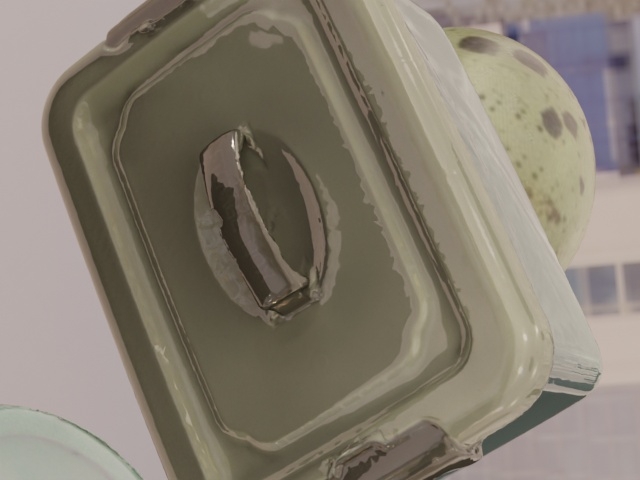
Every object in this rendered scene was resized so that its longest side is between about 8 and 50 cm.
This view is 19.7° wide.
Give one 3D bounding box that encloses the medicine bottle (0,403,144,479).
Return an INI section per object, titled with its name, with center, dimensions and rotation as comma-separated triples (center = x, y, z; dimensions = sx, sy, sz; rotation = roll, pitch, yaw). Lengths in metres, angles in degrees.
[medicine bottle]
center = -0.269, 0.298, 1.354
dimensions = 0.245, 0.290, 0.245
rotation = 34, -151, -22

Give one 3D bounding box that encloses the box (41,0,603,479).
[box]
center = 0.000, 0.000, 0.719
dimensions = 0.130, 0.162, 0.227
rotation = 15, -134, -58

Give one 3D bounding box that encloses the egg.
[egg]
center = 0.136, -0.065, 1.877
dimensions = 0.379, 0.287, 0.288
rotation = -67, -31, -65
